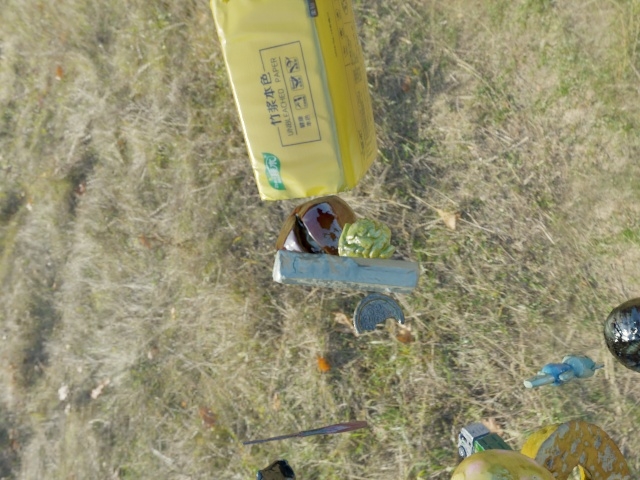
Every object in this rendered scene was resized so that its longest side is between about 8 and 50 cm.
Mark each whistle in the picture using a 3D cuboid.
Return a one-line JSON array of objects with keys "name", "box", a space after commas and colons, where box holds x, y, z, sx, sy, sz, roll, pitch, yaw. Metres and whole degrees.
[{"name": "whistle", "box": [0.680, 0.371, 1.462, 0.114, 0.235, 0.077, 154, 104, -74]}]

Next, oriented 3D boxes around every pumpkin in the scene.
[{"name": "pumpkin", "box": [0.906, 0.261, 1.419, 0.233, 0.163, 0.233, 20, 133, 23]}]

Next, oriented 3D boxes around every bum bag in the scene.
[{"name": "bum bag", "box": [-0.072, 0.786, 1.547, 0.079, 0.142, 0.326, -30, 102, 31]}]

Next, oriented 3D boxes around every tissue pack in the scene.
[{"name": "tissue pack", "box": [-0.032, -0.305, 1.033, 0.228, 0.293, 0.382, -6, 112, 19]}]

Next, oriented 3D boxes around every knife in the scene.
[{"name": "knife", "box": [-0.027, 0.366, 0.984, 0.035, 0.247, 0.018, 133, 132, -67]}]

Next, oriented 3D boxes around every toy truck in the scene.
[{"name": "toy truck", "box": [0.536, 0.679, 1.608, 0.253, 0.114, 0.124, -135, 39, -60]}]

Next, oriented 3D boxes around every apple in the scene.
[{"name": "apple", "box": [0.211, 0.318, 0.592, 0.146, 0.146, 0.147, -10, 72, 35]}]

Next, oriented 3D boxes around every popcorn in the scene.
[{"name": "popcorn", "box": [0.095, 0.007, 1.082, 0.106, 0.116, 0.121, -94, 19, -47]}]

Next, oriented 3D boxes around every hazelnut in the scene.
[{"name": "hazelnut", "box": [0.000, 0.000, 1.370, 0.251, 0.217, 0.217, -38, 58, 36]}]

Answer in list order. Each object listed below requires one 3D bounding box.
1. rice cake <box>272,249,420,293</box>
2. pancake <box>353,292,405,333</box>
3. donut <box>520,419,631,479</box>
[{"name": "rice cake", "box": [0.047, 0.055, 0.896, 0.052, 0.255, 0.057, -131, 48, -76]}, {"name": "pancake", "box": [0.211, 0.284, 1.909, 0.184, 0.020, 0.190, 43, 81, -3]}, {"name": "donut", "box": [0.616, 0.581, 1.278, 0.108, 0.277, 0.278, 142, 135, -75]}]
